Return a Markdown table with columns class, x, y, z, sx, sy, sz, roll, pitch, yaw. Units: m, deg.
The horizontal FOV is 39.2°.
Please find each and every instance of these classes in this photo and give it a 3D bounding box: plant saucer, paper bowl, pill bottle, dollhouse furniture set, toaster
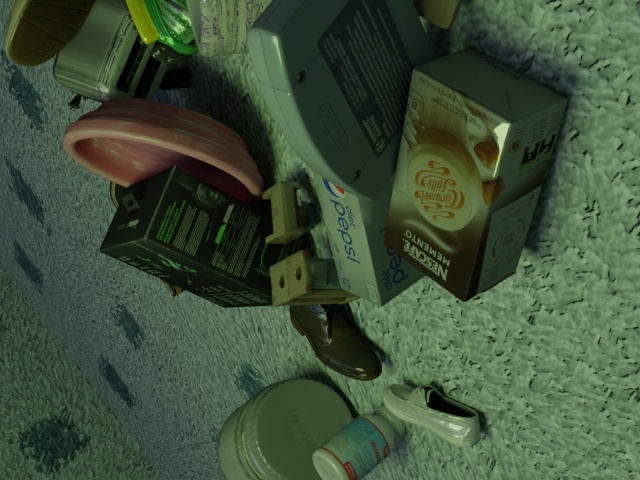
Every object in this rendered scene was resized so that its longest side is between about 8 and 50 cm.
| class | x | y | z | sx | sy | sz | roll | pitch | yaw |
| --- | --- | --- | --- | --- | --- | --- | --- | --- | --- |
| plant saucer | -0.249 | -0.144 | 1.478 | 0.332 | 0.084 | 0.332 | 13 | 167 | 3 |
| paper bowl | -0.088 | -0.361 | 1.036 | 0.284 | 0.148 | 0.284 | 170 | 90 | -79 |
| pill bottle | 0.070 | 0.358 | 1.567 | 0.087 | 0.160 | 0.087 | 37 | 146 | 31 |
| dollhouse furniture set | 0.000 | 0.000 | 1.393 | 0.129 | 0.129 | 0.184 | -27 | 66 | 60 |
| toaster | -0.339 | -0.306 | 1.482 | 0.146 | 0.227 | 0.129 | 25 | -179 | 36 |

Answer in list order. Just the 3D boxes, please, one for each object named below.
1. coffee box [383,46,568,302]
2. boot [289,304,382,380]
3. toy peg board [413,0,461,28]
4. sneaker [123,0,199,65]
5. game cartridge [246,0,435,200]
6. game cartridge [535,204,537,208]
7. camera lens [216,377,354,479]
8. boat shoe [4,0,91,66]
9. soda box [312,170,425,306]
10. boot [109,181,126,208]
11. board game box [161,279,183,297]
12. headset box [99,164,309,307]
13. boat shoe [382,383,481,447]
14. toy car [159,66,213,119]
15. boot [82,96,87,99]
| class | x | y | z | sx | sy | sz | roll | pitch | yaw |
| --- | --- | --- | --- | --- | --- | --- | --- | --- | --- |
| coffee box | 0.168 | -0.072 | 1.022 | 0.141 | 0.098 | 0.247 | 38 | 138 | 34 |
| boot | 0.018 | 0.143 | 1.513 | 0.219 | 0.082 | 0.106 | 37 | 148 | 35 |
| toy peg board | 0.101 | -0.335 | 0.935 | 0.160 | 0.079 | 0.161 | 31 | 147 | 12 |
| sneaker | -0.233 | -0.436 | 1.303 | 0.146 | 0.134 | 0.344 | -28 | 88 | 25 |
| game cartridge | 0.033 | -0.175 | 0.949 | 0.060 | 0.196 | 0.294 | 23 | 162 | 32 |
| game cartridge | 0.220 | -0.066 | 1.067 | 0.083 | 0.017 | 0.056 | 28 | 144 | 41 |
| camera lens | -0.072 | 0.397 | 1.759 | 0.219 | 0.219 | 0.274 | 53 | 151 | 6 |
| boat shoe | -0.419 | -0.420 | 1.413 | 0.098 | 0.109 | 0.302 | 37 | 104 | 34 |
| soda box | 0.063 | -0.057 | 1.227 | 0.091 | 0.098 | 0.286 | 24 | 137 | 46 |
| boot | -0.374 | -0.109 | 1.867 | 0.137 | 0.077 | 0.198 | 23 | 138 | 38 |
| board game box | -0.274 | 0.003 | 1.750 | 0.170 | 0.141 | 0.048 | 53 | 152 | 6 |
| headset box | -0.208 | 0.002 | 1.517 | 0.283 | 0.131 | 0.246 | 27 | 162 | -24 |
| boat shoe | 0.173 | 0.261 | 1.420 | 0.184 | 0.066 | 0.063 | 27 | 126 | 45 |
| toy car | -0.230 | -0.240 | 1.535 | 0.040 | 0.060 | 0.122 | -47 | -69 | -87 |
| boot | -0.479 | -0.379 | 1.753 | 0.152 | 0.073 | 0.197 | 58 | 149 | 6 |
